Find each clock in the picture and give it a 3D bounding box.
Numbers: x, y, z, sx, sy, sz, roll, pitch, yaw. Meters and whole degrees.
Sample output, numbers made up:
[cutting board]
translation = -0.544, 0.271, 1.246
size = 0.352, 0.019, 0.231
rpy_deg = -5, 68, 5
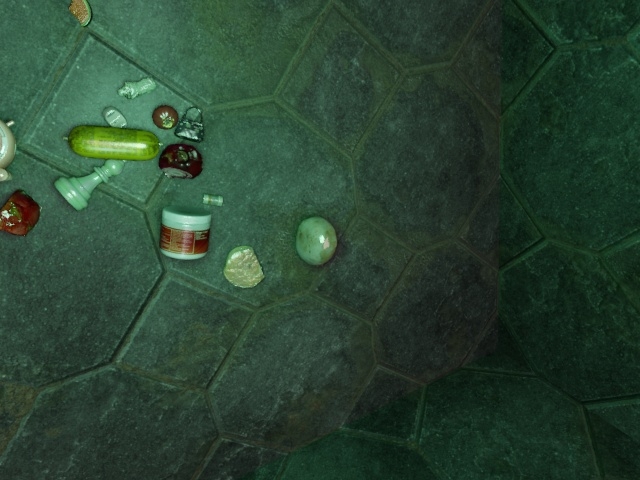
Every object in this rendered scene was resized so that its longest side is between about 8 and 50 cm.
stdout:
[clock]
translation = -1.174, -0.337, 1.406
size = 0.227, 0.142, 0.241
rpy_deg = 6, 94, -28

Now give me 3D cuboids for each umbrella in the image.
[umbrella]
translation = -0.705, -0.584, 1.582
size = 0.143, 0.062, 0.067
rpy_deg = -25, 148, -23

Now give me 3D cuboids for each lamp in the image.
[lamp]
translation = -0.617, -0.490, 1.639
size = 0.101, 0.090, 0.101
rpy_deg = -24, 149, -15

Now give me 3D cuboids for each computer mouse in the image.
[computer mouse]
translation = -0.794, -0.471, 1.589
size = 0.066, 0.039, 0.096
rpy_deg = -41, 137, -7

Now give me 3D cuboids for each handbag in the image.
[handbag]
translation = -0.531, -0.481, 1.694
size = 0.115, 0.072, 0.139
rpy_deg = 10, 98, -26

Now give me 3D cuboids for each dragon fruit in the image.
[dragon fruit]
translation = -1.103, -0.094, 1.506
size = 0.120, 0.161, 0.127
rpy_deg = 37, 100, -28

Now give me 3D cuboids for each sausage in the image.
[sausage]
translation = -0.784, -0.370, 1.572
size = 0.347, 0.123, 0.123
rpy_deg = 0, 107, -20

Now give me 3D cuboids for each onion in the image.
[onion]
translation = -0.558, -0.338, 1.665
size = 0.173, 0.198, 0.135
rpy_deg = 6, 74, -24

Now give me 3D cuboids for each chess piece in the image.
[chess piece]
translation = -0.866, -0.242, 1.596
size = 0.271, 0.139, 0.139
rpy_deg = -41, 120, -21

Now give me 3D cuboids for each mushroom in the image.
[mushroom]
translation = 0.000, 0.000, 2.036
size = 0.243, 0.243, 0.244
rpy_deg = -8, 110, -23

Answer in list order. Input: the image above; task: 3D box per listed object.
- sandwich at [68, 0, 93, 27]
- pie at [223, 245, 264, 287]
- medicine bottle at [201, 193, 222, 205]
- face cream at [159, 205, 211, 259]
[sandwich]
translation = -0.847, -0.818, 1.457
size = 0.069, 0.026, 0.101
rpy_deg = -35, 115, -6
[pie]
translation = -0.374, 0.134, 1.983
size = 0.185, 0.052, 0.218
rpy_deg = -26, 118, -17
[medicine bottle]
translation = -0.481, -0.180, 1.831
size = 0.083, 0.047, 0.047
rpy_deg = 6, 104, -27
[face cream]
translation = -0.572, -0.035, 1.746
size = 0.201, 0.201, 0.187
rpy_deg = 3, 105, -26
